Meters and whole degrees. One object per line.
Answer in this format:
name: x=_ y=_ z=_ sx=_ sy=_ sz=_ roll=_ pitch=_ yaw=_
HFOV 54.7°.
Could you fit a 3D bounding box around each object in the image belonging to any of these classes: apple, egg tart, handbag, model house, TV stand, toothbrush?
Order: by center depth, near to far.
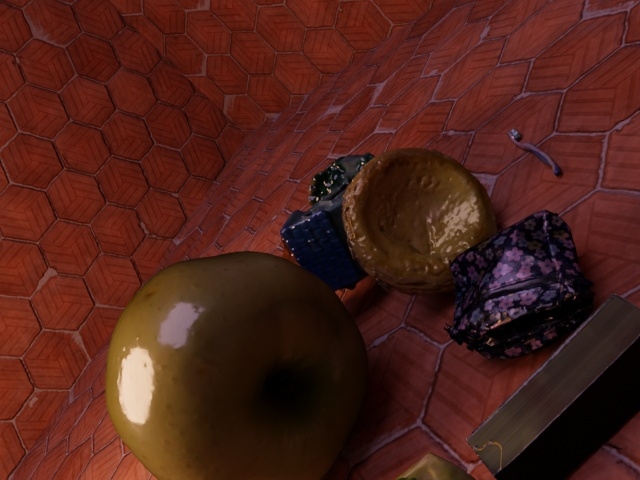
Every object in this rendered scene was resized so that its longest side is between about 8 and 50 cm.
TV stand: x=0.316 y=0.200 z=0.771 sx=0.269 sy=0.088 sz=0.083 roll=-46 pitch=23 yaw=3
handbag: x=0.305 y=0.076 z=0.952 sx=0.228 sy=0.126 sz=0.208 roll=-32 pitch=33 yaw=33
apple: x=-0.156 y=0.234 z=1.108 sx=0.473 sy=0.473 sz=0.474 roll=-39 pitch=23 yaw=20
egg tart: x=0.187 y=-0.033 z=1.211 sx=0.315 sy=0.314 sz=0.120 roll=-55 pitch=-6 yaw=-19
toothbrush: x=0.442 y=-0.187 z=1.288 sx=0.027 sy=0.021 sz=0.269 roll=-46 pitch=22 yaw=17
model house: x=0.000 y=0.000 z=1.391 sx=0.329 sy=0.252 sz=0.295 roll=-39 pitch=19 yaw=-14

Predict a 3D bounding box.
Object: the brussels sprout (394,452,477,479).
brussels sprout: x=0.118 y=0.377 z=0.748 sx=0.223 sy=0.161 sz=0.223 roll=-38 pitch=6 yaw=5
